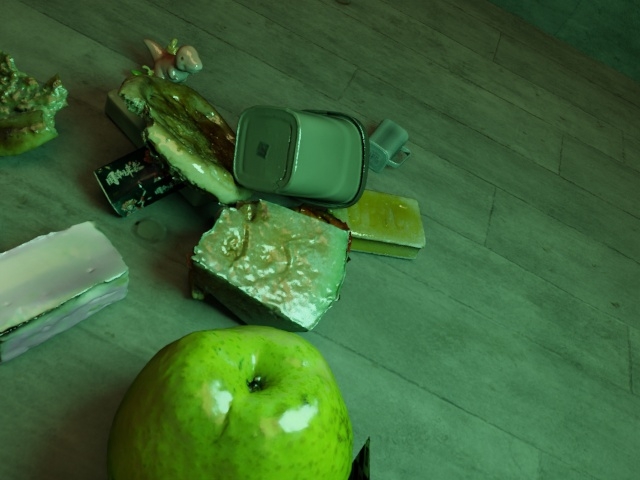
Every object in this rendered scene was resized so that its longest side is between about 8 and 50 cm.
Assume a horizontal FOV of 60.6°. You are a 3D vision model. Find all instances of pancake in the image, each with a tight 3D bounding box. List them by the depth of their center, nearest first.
[{"bbox_3d":[-0.755,-0.310,1.139,0.427,0.067,0.304,31,75,-1],"label":"pancake"},{"bbox_3d":[-0.278,-0.226,1.210,0.382,0.071,0.382,43,19,-18],"label":"pancake"}]

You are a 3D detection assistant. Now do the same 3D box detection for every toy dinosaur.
[{"bbox_3d":[-0.390,-0.441,1.388,0.152,0.177,0.194,-22,64,-35],"label":"toy dinosaur"}]

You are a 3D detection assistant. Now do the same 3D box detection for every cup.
[{"bbox_3d":[0.189,-0.261,1.560,0.128,0.095,0.129,37,52,4],"label":"cup"}]

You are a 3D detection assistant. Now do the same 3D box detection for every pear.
[{"bbox_3d":[-0.122,0.295,0.824,0.391,0.391,0.391,12,51,-15],"label":"pear"}]

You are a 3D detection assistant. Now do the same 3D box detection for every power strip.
[{"bbox_3d":[-0.383,-0.239,1.314,0.385,0.062,0.091,46,48,13],"label":"power strip"}]

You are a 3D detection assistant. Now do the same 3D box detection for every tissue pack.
[{"bbox_3d":[-0.384,-0.136,1.187,0.170,0.090,0.103,-31,71,-11],"label":"tissue pack"}]

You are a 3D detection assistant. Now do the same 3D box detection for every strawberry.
[{"bbox_3d":[0.001,0.003,1.280,0.192,0.085,0.140,17,74,26],"label":"strawberry"}]

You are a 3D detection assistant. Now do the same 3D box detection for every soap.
[{"bbox_3d":[0.126,-0.048,1.378,0.258,0.080,0.160,8,53,-18],"label":"soap"}]

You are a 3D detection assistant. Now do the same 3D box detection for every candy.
[{"bbox_3d":[-0.494,0.082,0.987,0.155,0.115,0.265,46,51,14],"label":"candy"}]

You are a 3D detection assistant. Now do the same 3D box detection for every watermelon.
[{"bbox_3d":[-0.108,0.040,1.134,0.302,0.151,0.264,29,55,-11],"label":"watermelon"}]

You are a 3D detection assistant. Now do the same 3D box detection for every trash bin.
[{"bbox_3d":[-0.046,-0.184,1.195,0.220,0.219,0.250,11,8,32],"label":"trash bin"}]

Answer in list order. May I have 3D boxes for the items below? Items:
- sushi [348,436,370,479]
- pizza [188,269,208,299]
[{"bbox_3d":[0.027,0.458,0.828,0.050,0.290,0.264,6,54,-2],"label":"sushi"},{"bbox_3d":[-0.195,0.064,1.185,0.176,0.036,0.184,17,44,-22],"label":"pizza"}]
